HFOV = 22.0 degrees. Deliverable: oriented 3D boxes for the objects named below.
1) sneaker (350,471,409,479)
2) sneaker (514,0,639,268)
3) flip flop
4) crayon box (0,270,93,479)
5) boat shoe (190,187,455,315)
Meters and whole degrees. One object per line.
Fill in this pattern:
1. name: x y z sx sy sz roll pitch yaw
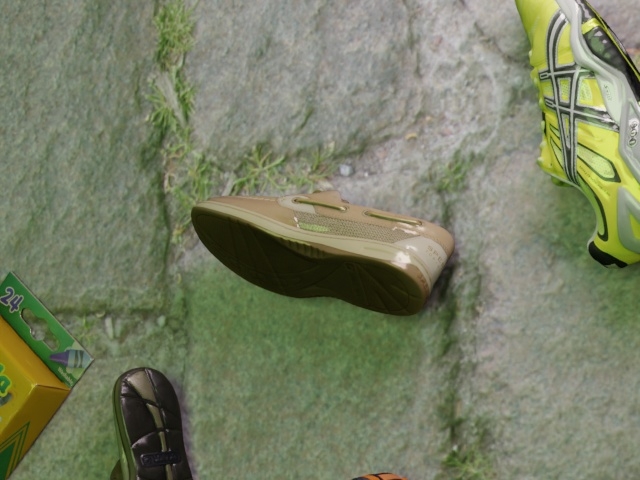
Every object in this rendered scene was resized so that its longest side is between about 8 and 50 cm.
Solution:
1. sneaker: -0.011 0.404 1.882 0.125 0.180 0.321 26 93 30
2. sneaker: 0.294 -0.146 1.848 0.147 0.145 0.384 -33 65 19
3. flip flop: -0.224 0.300 2.074 0.080 0.112 0.277 -25 69 50
4. crayon box: -0.479 0.219 2.234 0.203 0.083 0.323 42 101 28
5. boat shoe: 0.000 0.000 2.009 0.341 0.121 0.110 16 51 28
